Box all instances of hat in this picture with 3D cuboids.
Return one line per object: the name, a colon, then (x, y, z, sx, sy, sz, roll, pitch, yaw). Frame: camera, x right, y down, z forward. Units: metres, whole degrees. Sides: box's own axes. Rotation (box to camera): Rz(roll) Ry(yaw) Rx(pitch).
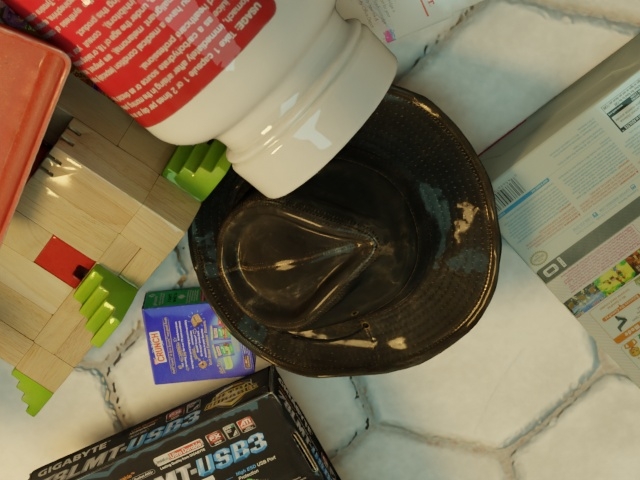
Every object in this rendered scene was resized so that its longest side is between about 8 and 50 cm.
hat: (0.000, 0.000, 1.826, 0.331, 0.134, 0.331, 4, 102, 20)

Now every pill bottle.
pill bottle: (-0.135, -0.233, 1.653, 0.408, 0.229, 0.229, 42, 109, -15)

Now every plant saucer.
plant saucer: (-0.369, -0.123, 1.666, 0.258, 0.047, 0.259, 21, 128, -9)

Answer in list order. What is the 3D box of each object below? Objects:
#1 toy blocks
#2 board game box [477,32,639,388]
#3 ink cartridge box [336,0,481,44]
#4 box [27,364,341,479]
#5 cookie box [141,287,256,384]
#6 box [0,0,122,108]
toy blocks: (-0.288, -0.027, 1.839, 0.261, 0.190, 0.381, 34, 131, -9)
board game box: (0.326, -0.018, 1.886, 0.224, 0.097, 0.303, -37, 108, 17)
ink cartridge box: (0.051, -0.249, 1.798, 0.198, 0.067, 0.115, -21, 113, 12)
box: (-0.113, 0.314, 2.004, 0.295, 0.073, 0.293, -26, 111, 9)
cookie box: (-0.125, 0.097, 1.977, 0.107, 0.040, 0.092, -5, 114, 3)
box: (-0.242, -0.262, 1.802, 0.201, 0.057, 0.293, 13, 115, -5)
